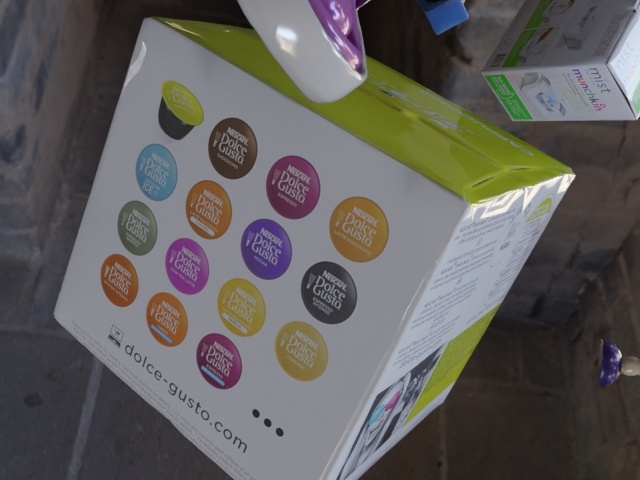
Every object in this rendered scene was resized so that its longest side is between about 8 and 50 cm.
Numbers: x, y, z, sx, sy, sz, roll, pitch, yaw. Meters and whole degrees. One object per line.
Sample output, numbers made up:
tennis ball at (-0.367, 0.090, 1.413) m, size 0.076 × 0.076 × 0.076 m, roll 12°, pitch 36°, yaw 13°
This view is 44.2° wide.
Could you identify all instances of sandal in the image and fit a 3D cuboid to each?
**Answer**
sandal at (0.007, -0.258, 0.588) m, size 0.102 × 0.169 × 0.416 m, roll -21°, pitch 50°, yaw 19°

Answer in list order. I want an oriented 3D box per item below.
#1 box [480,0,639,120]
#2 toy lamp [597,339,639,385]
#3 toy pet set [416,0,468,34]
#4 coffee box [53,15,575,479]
box at (0.423, -0.325, 1.236) m, size 0.231 × 0.127 × 0.262 m, roll 9°, pitch 61°, yaw 50°
toy lamp at (0.554, 0.193, 1.156) m, size 0.275 × 0.080 × 0.080 m, roll 7°, pitch 52°, yaw 15°
toy pet set at (0.122, -0.301, 0.917) m, size 0.122 × 0.114 × 0.065 m, roll 17°, pitch 73°, yaw 33°
coffee box at (0.000, 0.000, 0.808) m, size 0.338 × 0.334 × 0.338 m, roll 34°, pitch 24°, yaw 22°
